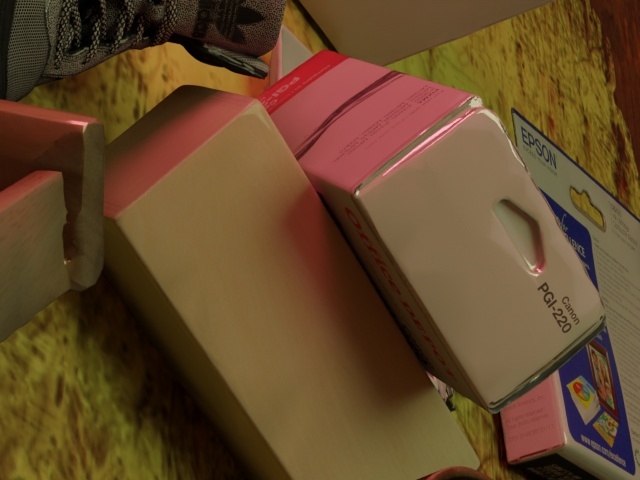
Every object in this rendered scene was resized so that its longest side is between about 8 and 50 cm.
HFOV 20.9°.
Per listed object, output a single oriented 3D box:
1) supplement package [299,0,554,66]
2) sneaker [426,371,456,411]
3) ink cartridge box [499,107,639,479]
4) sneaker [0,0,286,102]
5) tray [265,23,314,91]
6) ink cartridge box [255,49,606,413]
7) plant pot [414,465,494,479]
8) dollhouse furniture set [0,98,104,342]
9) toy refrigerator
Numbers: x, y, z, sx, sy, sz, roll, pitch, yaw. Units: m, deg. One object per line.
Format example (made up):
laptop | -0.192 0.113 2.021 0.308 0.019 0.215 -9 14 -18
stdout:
supplement package | 0.077 -0.269 1.296 0.149 0.194 0.203 49 33 -39
sneaker | 0.078 0.119 1.227 0.069 0.038 0.098 31 47 -53
ink cartridge box | 0.228 0.080 1.529 0.303 0.072 0.307 32 44 -52
sneaker | -0.097 -0.123 0.875 0.268 0.153 0.101 -69 175 -57
tray | 0.000 0.000 1.157 0.145 0.030 0.270 40 40 -48
ink cartridge box | 0.048 -0.012 0.990 0.158 0.092 0.218 57 -13 -22
plant pot | -0.021 0.225 0.732 0.215 0.230 0.215 43 38 -47
dollhouse furniture set | -0.193 -0.135 0.502 0.256 0.362 0.394 -46 143 -61
toy refrigerator | -0.028 0.052 0.960 0.102 0.094 0.269 -42 119 -18
